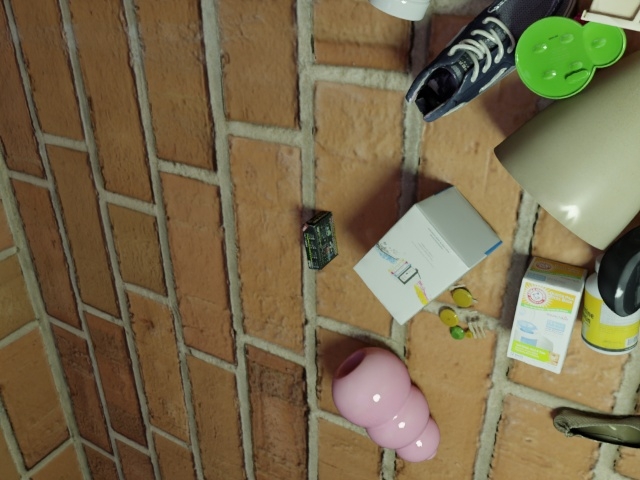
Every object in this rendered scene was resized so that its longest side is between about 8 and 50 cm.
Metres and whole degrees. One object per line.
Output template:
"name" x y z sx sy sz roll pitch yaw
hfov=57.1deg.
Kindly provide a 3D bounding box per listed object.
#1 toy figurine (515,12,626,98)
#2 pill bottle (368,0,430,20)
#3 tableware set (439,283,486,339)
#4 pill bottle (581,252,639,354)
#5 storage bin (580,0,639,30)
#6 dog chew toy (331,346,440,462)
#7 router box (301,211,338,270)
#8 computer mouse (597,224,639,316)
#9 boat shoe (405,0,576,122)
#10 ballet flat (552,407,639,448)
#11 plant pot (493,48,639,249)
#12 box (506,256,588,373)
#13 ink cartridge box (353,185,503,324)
"toy figurine" 0.430 -0.324 0.949 0.173 0.159 0.130 -9 113 52
"pill bottle" 0.177 -0.534 1.014 0.152 0.152 0.272 32 129 16
"tableware set" 0.324 0.165 1.380 0.104 0.024 0.154 -14 107 41
"pill bottle" 0.566 0.120 1.139 0.103 0.103 0.184 8 118 30
"storage bin" 0.531 -0.349 0.806 0.260 0.262 0.123 23 123 22
"dog chew toy" 0.181 0.435 1.510 0.206 0.206 0.332 -33 101 40
"router box" 0.000 0.000 1.459 0.038 0.092 0.122 7 117 31
"computer mouse" 0.550 0.038 1.015 0.072 0.272 0.188 23 129 46
"boat shoe" 0.296 -0.335 1.037 0.127 0.158 0.340 47 131 3
"ballet flat" 0.637 0.419 1.281 0.250 0.058 0.084 3 117 32
"plant pot" 0.478 -0.171 0.972 0.256 0.256 0.274 43 116 7
"box" 0.469 0.152 1.220 0.114 0.103 0.203 17 122 25
"ink cartridge box" 0.226 0.032 1.261 0.168 0.171 0.233 51 132 11
